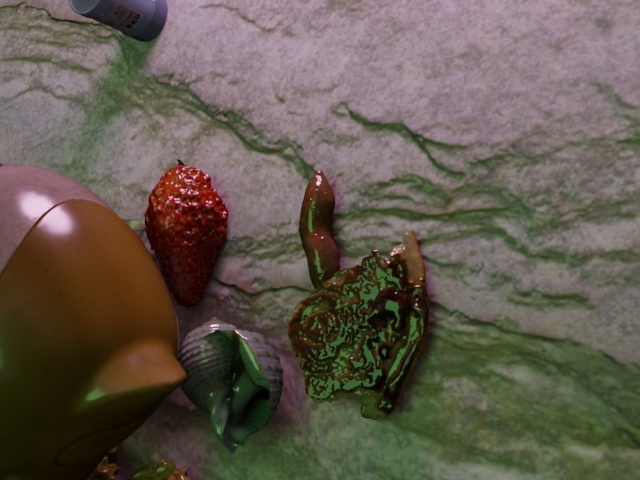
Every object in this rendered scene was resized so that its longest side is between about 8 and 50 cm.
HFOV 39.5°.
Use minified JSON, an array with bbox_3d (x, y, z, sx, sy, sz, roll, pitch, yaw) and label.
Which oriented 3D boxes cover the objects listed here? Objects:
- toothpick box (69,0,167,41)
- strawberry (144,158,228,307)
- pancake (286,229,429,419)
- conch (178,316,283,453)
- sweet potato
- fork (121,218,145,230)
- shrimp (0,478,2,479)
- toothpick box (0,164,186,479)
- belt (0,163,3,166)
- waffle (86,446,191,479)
[{"bbox_3d":[-0.369,-0.435,1.633,0.101,0.153,0.101,-7,78,35],"label":"toothpick box"},{"bbox_3d":[-0.243,-0.020,1.499,0.175,0.107,0.235,-34,64,27],"label":"strawberry"},{"bbox_3d":[0.076,0.136,1.267,0.257,0.056,0.212,-38,68,16],"label":"pancake"},{"bbox_3d":[-0.128,0.211,1.365,0.172,0.131,0.199,-21,88,22],"label":"conch"},{"bbox_3d":[-0.002,0.000,1.356,0.065,0.051,0.218,-18,72,47],"label":"sweet potato"},{"bbox_3d":[-0.409,-0.037,1.676,0.220,0.028,0.034,5,77,32],"label":"fork"},{"bbox_3d":[-0.611,0.462,1.715,0.169,0.058,0.295,25,100,29],"label":"shrimp"},{"bbox_3d":[-0.418,0.136,1.329,0.409,0.409,0.425,-44,71,22],"label":"toothpick box"},{"bbox_3d":[-0.716,-0.051,1.846,0.184,0.105,0.261,-12,75,32],"label":"belt"},{"bbox_3d":[-0.361,0.426,1.484,0.324,0.151,0.261,26,94,37],"label":"waffle"}]
